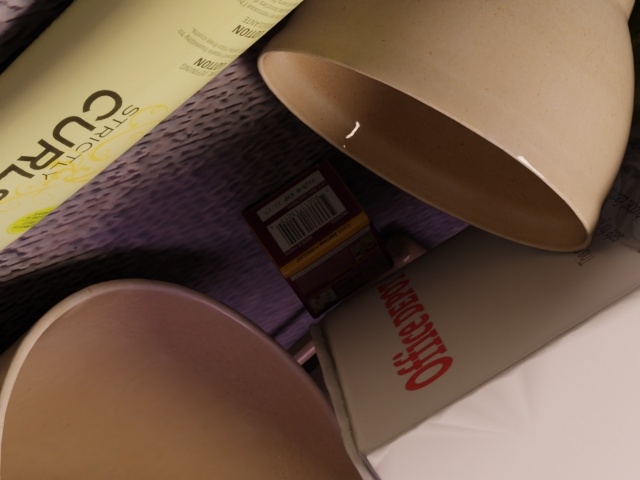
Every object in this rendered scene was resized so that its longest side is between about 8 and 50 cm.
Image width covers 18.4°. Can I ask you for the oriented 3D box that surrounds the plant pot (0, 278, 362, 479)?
[{"bbox_3d":[-0.145,0.189,1.000,0.274,0.256,0.256,-30,165,36],"label":"plant pot"}]

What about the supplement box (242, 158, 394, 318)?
[{"bbox_3d":[0.000,0.000,1.038,0.055,0.043,0.083,-34,158,-2],"label":"supplement box"}]

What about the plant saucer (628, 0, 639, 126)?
[{"bbox_3d":[0.229,-0.114,1.082,0.188,0.045,0.188,14,125,-43],"label":"plant saucer"}]

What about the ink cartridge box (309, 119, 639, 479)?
[{"bbox_3d":[0.209,0.027,0.937,0.395,0.166,0.285,-32,-171,2],"label":"ink cartridge box"}]

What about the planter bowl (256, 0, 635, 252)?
[{"bbox_3d":[0.070,-0.081,0.851,0.109,0.162,0.162,-59,160,-10],"label":"planter bowl"}]

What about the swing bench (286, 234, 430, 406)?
[{"bbox_3d":[0.047,0.144,1.256,0.253,0.165,0.255,-41,163,13],"label":"swing bench"}]

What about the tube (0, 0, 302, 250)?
[{"bbox_3d":[-0.088,-0.059,0.776,0.240,0.062,0.070,-39,118,22],"label":"tube"}]
